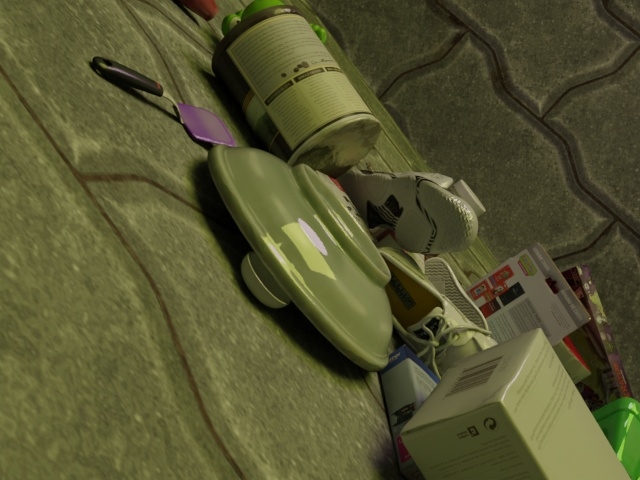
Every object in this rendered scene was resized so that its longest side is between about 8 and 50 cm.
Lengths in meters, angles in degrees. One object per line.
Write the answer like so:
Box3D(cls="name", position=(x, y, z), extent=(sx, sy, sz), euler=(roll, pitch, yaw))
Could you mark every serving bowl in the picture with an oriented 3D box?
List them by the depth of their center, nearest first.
Box3D(cls="serving bowl", position=(-0.074, 0.054, 1.197), extent=(0.083, 0.027, 0.083), euler=(49, 13, -15))

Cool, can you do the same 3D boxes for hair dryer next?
Box3D(cls="hair dryer", position=(-0.305, -0.575, 1.949), extent=(0.293, 0.080, 0.223), euler=(54, 13, 5))

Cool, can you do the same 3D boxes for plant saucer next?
Box3D(cls="plant saucer", position=(0.000, 0.000, 1.364), extent=(0.400, 0.100, 0.400), euler=(51, 8, -10))

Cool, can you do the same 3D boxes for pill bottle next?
Box3D(cls="pill bottle", position=(0.259, -0.036, 2.143), extent=(0.121, 0.216, 0.121), euler=(48, 14, -16))

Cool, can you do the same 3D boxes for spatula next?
Box3D(cls="spatula", position=(-0.222, -0.201, 1.357), extent=(0.084, 0.030, 0.296), euler=(58, 15, 28))

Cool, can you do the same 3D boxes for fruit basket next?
Box3D(cls="fruit basket", position=(0.638, 0.508, 1.971), extent=(0.392, 0.283, 0.392), euler=(34, 36, -29))

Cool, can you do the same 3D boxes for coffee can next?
Box3D(cls="coffee can", position=(-0.046, -0.259, 1.731), extent=(0.275, 0.201, 0.201), euler=(57, 14, 19))

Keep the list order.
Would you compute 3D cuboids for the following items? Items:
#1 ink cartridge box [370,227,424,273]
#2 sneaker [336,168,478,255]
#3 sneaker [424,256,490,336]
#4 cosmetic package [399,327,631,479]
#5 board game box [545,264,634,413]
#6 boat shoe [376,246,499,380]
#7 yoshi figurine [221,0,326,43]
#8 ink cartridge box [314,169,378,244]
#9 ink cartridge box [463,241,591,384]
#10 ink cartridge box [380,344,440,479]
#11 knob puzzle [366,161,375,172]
Box3D(cls="ink cartridge box", position=(0.158, 0.017, 1.987), extent=(0.115, 0.067, 0.198), euler=(49, 14, -9))
Box3D(cls="sneaker", position=(0.202, -0.063, 1.800), extent=(0.210, 0.137, 0.366), euler=(-3, 14, -37))
Box3D(cls="sneaker", position=(0.292, 0.167, 2.007), extent=(0.151, 0.094, 0.256), euler=(57, 11, -68))
Box3D(cls="cosmetic package", position=(0.290, 0.335, 1.210), extent=(0.385, 0.156, 0.217), euler=(60, 32, -4))
Box3D(cls="board game box", position=(0.562, 0.250, 2.127), extent=(0.056, 0.208, 0.347), euler=(-6, 72, -36))
Box3D(cls="boat shoe", position=(0.193, 0.151, 1.613), extent=(0.367, 0.136, 0.156), euler=(53, 13, 15))
Box3D(cls="yoshi figurine", position=(-0.065, -0.350, 1.944), extent=(0.362, 0.203, 0.203), euler=(51, 20, 6))
Box3D(cls="ink cartridge box", position=(0.028, -0.042, 1.713), extent=(0.150, 0.063, 0.109), euler=(56, 14, 18))
Box3D(cls="ink cartridge box", position=(0.432, 0.190, 2.017), extent=(0.130, 0.272, 0.309), euler=(45, 15, -30))
Box3D(cls="ink cartridge box", position=(0.169, 0.276, 1.374), extent=(0.186, 0.065, 0.311), euler=(47, 12, -22))
Box3D(cls="knob puzzle", position=(0.157, -0.107, 2.387), extent=(0.213, 0.030, 0.213), euler=(58, 6, -10))
